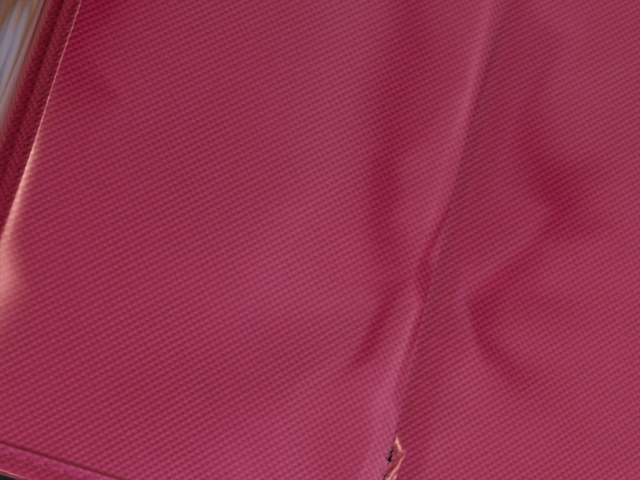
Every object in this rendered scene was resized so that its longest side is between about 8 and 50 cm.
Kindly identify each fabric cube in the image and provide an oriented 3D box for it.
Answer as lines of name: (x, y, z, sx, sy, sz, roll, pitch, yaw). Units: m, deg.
fabric cube: (0.000, 0.000, 0.649, 0.254, 0.259, 0.258, 150, -42, -68)
